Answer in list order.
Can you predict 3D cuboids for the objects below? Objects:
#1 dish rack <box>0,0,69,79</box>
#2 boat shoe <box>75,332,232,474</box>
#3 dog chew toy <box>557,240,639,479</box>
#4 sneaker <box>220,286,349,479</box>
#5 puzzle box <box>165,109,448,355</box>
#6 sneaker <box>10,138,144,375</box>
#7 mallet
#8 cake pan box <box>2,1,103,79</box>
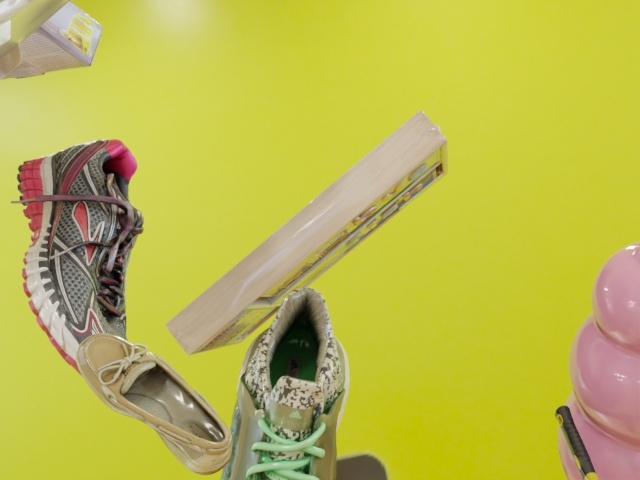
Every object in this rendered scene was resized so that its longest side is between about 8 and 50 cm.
[{"bbox_3d":[-0.323,-0.188,0.812,0.333,0.072,0.285,-22,20,41],"label":"dish rack"},{"bbox_3d":[-0.129,0.118,0.683,0.056,0.153,0.048,-38,-21,-33],"label":"boat shoe"},{"bbox_3d":[0.343,0.143,0.887,0.206,0.332,0.206,-8,29,4],"label":"dog chew toy"},{"bbox_3d":[-0.043,0.220,0.920,0.158,0.410,0.182,3,-41,-2],"label":"sneaker"},{"bbox_3d":[0.000,0.000,1.172,0.409,0.052,0.272,-40,-9,5],"label":"puzzle box"},{"bbox_3d":[-0.227,0.010,0.877,0.112,0.299,0.121,-22,-34,2],"label":"sneaker"},{"bbox_3d":[0.250,0.214,0.796,0.039,0.190,0.062,6,-51,-9],"label":"mallet"},{"bbox_3d":[-0.452,-0.291,1.104,0.267,0.070,0.246,0,-24,36],"label":"cake pan box"}]
